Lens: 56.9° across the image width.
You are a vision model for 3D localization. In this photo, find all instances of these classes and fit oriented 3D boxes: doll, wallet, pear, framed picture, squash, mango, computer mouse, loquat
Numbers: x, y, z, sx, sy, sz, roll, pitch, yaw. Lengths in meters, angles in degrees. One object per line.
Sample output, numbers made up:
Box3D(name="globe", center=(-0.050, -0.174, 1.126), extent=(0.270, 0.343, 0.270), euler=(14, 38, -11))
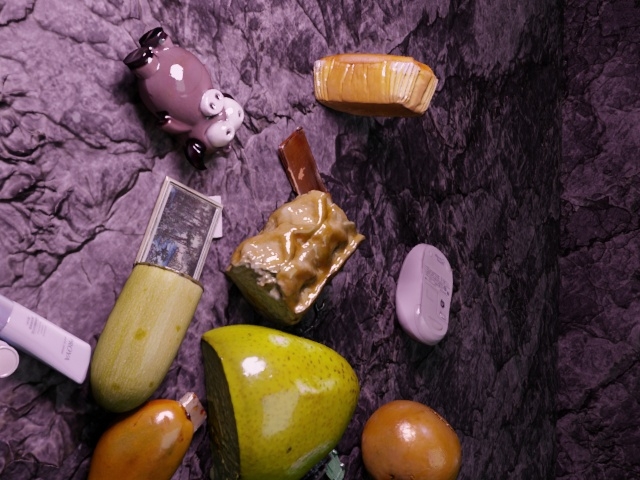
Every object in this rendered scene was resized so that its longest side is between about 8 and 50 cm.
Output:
Box3D(name="doll", center=(-0.235, -0.254, 1.065), extent=(0.257, 0.117, 0.181), euler=(48, 51, -36))
Box3D(name="wallet", center=(-0.215, -0.047, 1.176), extent=(0.044, 0.011, 0.083), euler=(-6, 96, -49))
Box3D(name="wallet", center=(-0.042, -0.162, 1.363), extent=(0.095, 0.026, 0.176), euler=(-49, 131, -36))
Box3D(name="pear", center=(-0.062, 0.331, 1.170), extent=(0.318, 0.239, 0.342), euler=(-7, 97, -31))
Box3D(name="framed picture", center=(-0.262, -0.010, 1.111), extent=(0.142, 0.011, 0.183), euler=(29, 72, -43))
Box3D(name="squash", center=(-0.299, 0.170, 0.990), extent=(0.132, 0.133, 0.246), euler=(38, 62, -43))
Box3D(name="mango", center=(-0.317, 0.375, 0.985), extent=(0.139, 0.113, 0.253), euler=(34, 81, -3))
Box3D(name="computer mouse", center=(0.291, 0.160, 1.698), extent=(0.184, 0.121, 0.296), euler=(30, 53, -34))
Box3D(name="loquat", center=(0.234, 0.542, 1.535), extent=(0.263, 0.263, 0.262), euler=(-2, 93, -50))

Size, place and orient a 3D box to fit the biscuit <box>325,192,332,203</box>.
Box3D(name="biscuit", center=(-0.001, 0.000, 1.413), extent=(0.144, 0.016, 0.203), euler=(-32, 120, -43))

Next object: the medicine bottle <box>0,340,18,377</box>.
Box3D(name="medicine bottle", center=(-0.464, 0.164, 0.827), extent=(0.052, 0.089, 0.052), euler=(-2, 93, -49))

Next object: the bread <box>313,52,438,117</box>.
Box3D(name="bread", center=(0.120, -0.357, 1.358), extent=(0.153, 0.288, 0.119), euler=(9, 94, -49))

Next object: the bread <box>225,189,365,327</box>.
Box3D(name="bread", center=(-0.051, 0.035, 1.222), extent=(0.252, 0.196, 0.238), euler=(-54, 127, -23))

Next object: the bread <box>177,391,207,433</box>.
Box3D(name="bread", center=(-0.278, 0.360, 1.101), extent=(0.154, 0.028, 0.068), euler=(-44, 125, -37))

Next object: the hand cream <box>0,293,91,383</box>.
Box3D(name="hand cream", center=(-0.445, 0.133, 0.880), extent=(0.255, 0.048, 0.079), euler=(46, 26, -39))

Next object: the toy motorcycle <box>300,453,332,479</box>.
Box3D(name="toy motorcycle", center=(-0.055, 0.522, 1.279), extent=(0.084, 0.212, 0.118), euler=(50, 20, 18))

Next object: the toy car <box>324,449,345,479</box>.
Box3D(name="toy car", center=(0.027, 0.562, 1.462), extent=(0.059, 0.035, 0.121), euler=(-54, 138, -33))

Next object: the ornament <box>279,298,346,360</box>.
Box3D(name="ornament", center=(-0.009, 0.237, 1.375), extent=(0.202, 0.080, 0.235), euler=(-15, 102, -45))
